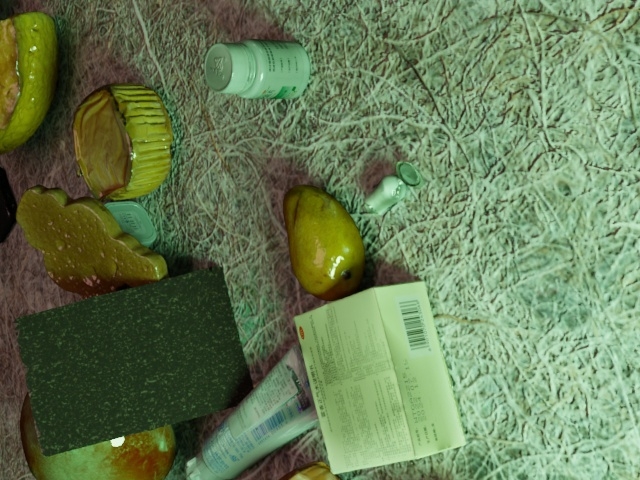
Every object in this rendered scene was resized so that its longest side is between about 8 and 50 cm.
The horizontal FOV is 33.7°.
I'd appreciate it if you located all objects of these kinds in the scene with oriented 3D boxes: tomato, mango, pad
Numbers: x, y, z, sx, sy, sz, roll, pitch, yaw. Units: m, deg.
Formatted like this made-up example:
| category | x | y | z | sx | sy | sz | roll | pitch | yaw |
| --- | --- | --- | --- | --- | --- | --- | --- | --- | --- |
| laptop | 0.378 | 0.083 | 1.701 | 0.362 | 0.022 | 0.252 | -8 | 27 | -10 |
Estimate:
| category | x | y | z | sx | sy | sz | roll | pitch | yaw |
| --- | --- | --- | --- | --- | --- | --- | --- | --- | --- |
| tomato | -0.370 | 0.308 | 1.706 | 0.270 | 0.223 | 0.270 | 44 | 155 | 27 |
| mango | 0.004 | -0.001 | 1.386 | 0.115 | 0.089 | 0.164 | -30 | 69 | 56 |
| pad | -0.282 | 0.180 | 1.599 | 0.004 | 0.330 | 0.220 | 92 | 164 | -79 |

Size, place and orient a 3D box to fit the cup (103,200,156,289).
| category | x | y | z | sx | sy | sz | roll | pitch | yaw |
| --- | --- | --- | --- | --- | --- | --- | --- | --- | --- |
| cup | -0.339 | 0.020 | 1.762 | 0.129 | 0.095 | 0.128 | -49 | 60 | 38 |

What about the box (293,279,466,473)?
| category | x | y | z | sx | sy | sz | roll | pitch | yaw |
| --- | --- | --- | --- | --- | --- | --- | --- | --- | --- |
| box | 0.070 | 0.173 | 1.324 | 0.168 | 0.095 | 0.211 | -23 | 77 | 46 |

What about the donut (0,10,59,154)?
| category | x | y | z | sx | sy | sz | roll | pitch | yaw |
| --- | --- | --- | --- | --- | --- | --- | --- | --- | --- |
| donut | -0.679 | -0.333 | 1.982 | 0.435 | 0.163 | 0.377 | 40 | 115 | 18 |

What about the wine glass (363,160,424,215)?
| category | x | y | z | sx | sy | sz | roll | pitch | yaw |
| --- | --- | --- | --- | --- | --- | --- | --- | --- | --- |
| wine glass | 0.090 | -0.061 | 1.318 | 0.083 | 0.042 | 0.039 | -44 | 25 | 45 |

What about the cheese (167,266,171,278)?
| category | x | y | z | sx | sy | sz | roll | pitch | yaw |
| --- | --- | --- | --- | --- | --- | --- | --- | --- | --- |
| cheese | -0.242 | 0.164 | 1.697 | 0.155 | 0.062 | 0.244 | -19 | 80 | 50 |

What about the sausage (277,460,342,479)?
| category | x | y | z | sx | sy | sz | roll | pitch | yaw |
| --- | --- | --- | --- | --- | --- | --- | --- | --- | --- |
| sausage | -0.040 | 0.415 | 1.456 | 0.133 | 0.133 | 0.258 | 47 | 126 | 34 |

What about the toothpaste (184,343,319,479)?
| category | x | y | z | sx | sy | sz | roll | pitch | yaw |
| --- | --- | --- | --- | --- | --- | --- | --- | --- | --- |
| toothpaste | -0.094 | 0.274 | 1.549 | 0.299 | 0.073 | 0.114 | -44 | 62 | 34 |

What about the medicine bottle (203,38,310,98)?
| category | x | y | z | sx | sy | sz | roll | pitch | yaw |
| --- | --- | --- | --- | --- | --- | --- | --- | --- | --- |
| medicine bottle | -0.085 | -0.230 | 1.418 | 0.080 | 0.130 | 0.080 | 9 | 103 | 47 |

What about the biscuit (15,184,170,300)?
| category | x | y | z | sx | sy | sz | roll | pitch | yaw |
| --- | --- | --- | --- | --- | --- | --- | --- | --- | --- |
| biscuit | -0.368 | 0.021 | 1.698 | 0.295 | 0.044 | 0.186 | 43 | 121 | 9 |

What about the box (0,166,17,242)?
| category | x | y | z | sx | sy | sz | roll | pitch | yaw |
| --- | --- | --- | --- | --- | --- | --- | --- | --- | --- |
| box | -0.661 | -0.070 | 2.165 | 0.125 | 0.027 | 0.126 | -45 | 63 | 44 |

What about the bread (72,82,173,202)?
| category | x | y | z | sx | sy | sz | roll | pitch | yaw |
| --- | --- | --- | --- | --- | --- | --- | --- | --- | --- |
| bread | -0.316 | -0.160 | 1.708 | 0.199 | 0.104 | 0.199 | 16 | 111 | 47 |
